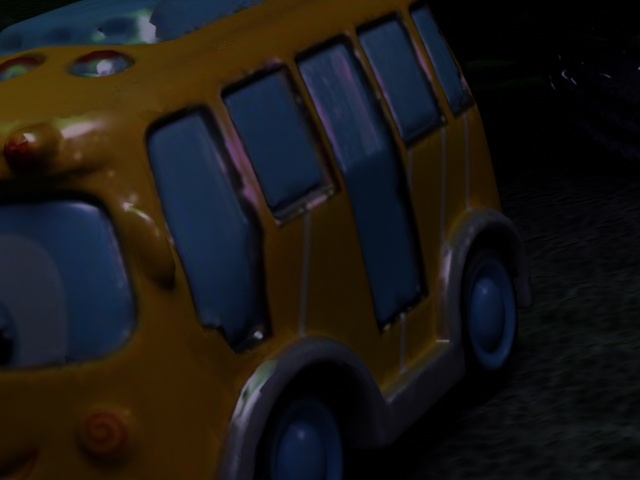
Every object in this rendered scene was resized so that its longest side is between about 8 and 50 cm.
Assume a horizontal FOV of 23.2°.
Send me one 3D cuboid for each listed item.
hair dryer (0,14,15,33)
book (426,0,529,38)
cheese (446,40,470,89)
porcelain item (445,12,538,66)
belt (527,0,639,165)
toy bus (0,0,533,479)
[{"bbox_3d":[-0.298,-0.116,1.244,0.196,0.075,0.219,-29,28,-24],"label":"hair dryer"},{"bbox_3d":[0.096,-0.151,0.727,0.264,0.031,0.379,-22,-4,31],"label":"book"},{"bbox_3d":[-0.010,-0.077,0.895,0.194,0.043,0.065,-11,6,3],"label":"cheese"},{"bbox_3d":[0.116,-0.141,0.988,0.216,0.069,0.081,-8,-16,7],"label":"porcelain item"},{"bbox_3d":[0.180,-0.094,0.613,0.126,0.139,0.230,-19,10,-28],"label":"belt"},{"bbox_3d":[-0.035,-0.001,0.426,0.126,0.136,0.209,-2,18,32],"label":"toy bus"}]
